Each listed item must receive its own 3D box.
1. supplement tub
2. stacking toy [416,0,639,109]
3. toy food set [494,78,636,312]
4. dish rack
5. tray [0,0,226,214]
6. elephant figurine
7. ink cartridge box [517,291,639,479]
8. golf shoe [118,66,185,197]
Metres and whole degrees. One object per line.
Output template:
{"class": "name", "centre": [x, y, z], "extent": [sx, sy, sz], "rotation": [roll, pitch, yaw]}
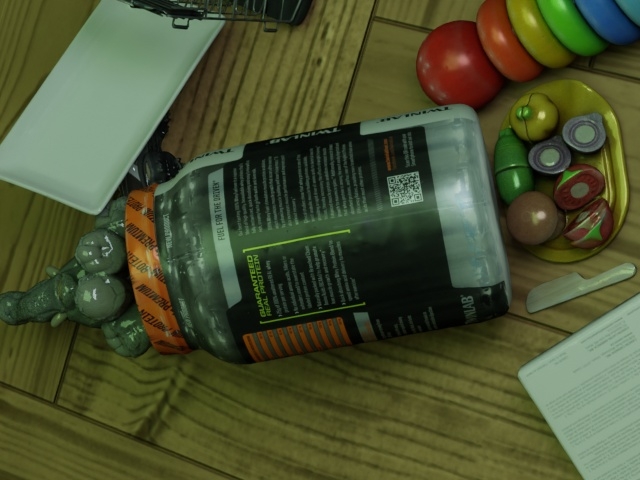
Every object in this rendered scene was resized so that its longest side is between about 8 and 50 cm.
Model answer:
{"class": "supplement tub", "centre": [0.000, 0.000, 1.696], "extent": [0.338, 0.207, 0.207], "rotation": [-10, 78, 6]}
{"class": "stacking toy", "centre": [0.234, -0.216, 1.703], "extent": [0.330, 0.141, 0.141], "rotation": [-29, 70, 31]}
{"class": "toy food set", "centre": [0.221, -0.051, 1.708], "extent": [0.128, 0.071, 0.218], "rotation": [-14, 77, 27]}
{"class": "dish rack", "centre": [-0.148, -0.273, 1.839], "extent": [0.208, 0.271, 0.074], "rotation": [23, 107, 30]}
{"class": "tray", "centre": [-0.219, -0.147, 1.887], "extent": [0.145, 0.030, 0.270], "rotation": [20, 65, 23]}
{"class": "elephant figurine", "centre": [-0.211, 0.045, 1.902], "extent": [0.186, 0.239, 0.169], "rotation": [36, 70, -11]}
{"class": "ink cartridge box", "centre": [0.314, 0.166, 1.652], "extent": [0.181, 0.056, 0.225], "rotation": [-34, 87, 21]}
{"class": "golf shoe", "centre": [-0.208, -0.110, 1.954], "extent": [0.094, 0.077, 0.198], "rotation": [-22, 72, 25]}
